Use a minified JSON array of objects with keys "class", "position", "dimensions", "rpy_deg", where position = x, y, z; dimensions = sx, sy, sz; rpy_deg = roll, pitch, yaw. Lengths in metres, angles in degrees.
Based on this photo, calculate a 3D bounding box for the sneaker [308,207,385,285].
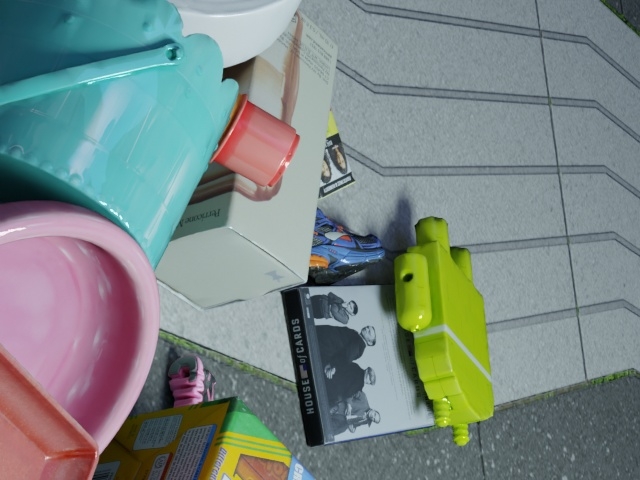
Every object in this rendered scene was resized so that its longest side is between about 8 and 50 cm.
[{"class":"sneaker","position":[0.000,0.000,1.780],"dimensions":[0.221,0.083,0.087],"rpy_deg":[2,68,-58]}]

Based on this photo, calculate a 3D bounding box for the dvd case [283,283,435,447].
[{"class":"dvd case","position":[0.049,0.141,1.839],"dimensions":[0.238,0.029,0.179],"rpy_deg":[1,77,-56]}]

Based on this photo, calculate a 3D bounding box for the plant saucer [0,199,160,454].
[{"class":"plant saucer","position":[-0.277,0.103,1.206],"dimensions":[0.332,0.084,0.332],"rpy_deg":[-32,143,-28]}]

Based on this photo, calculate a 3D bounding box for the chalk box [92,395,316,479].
[{"class":"chalk box","position":[-0.086,0.306,1.447],"dimensions":[0.289,0.179,0.180],"rpy_deg":[49,42,-33]}]

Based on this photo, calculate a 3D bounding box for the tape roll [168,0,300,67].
[{"class":"tape roll","position":[-0.140,-0.309,1.548],"dimensions":[0.286,0.100,0.286],"rpy_deg":[9,61,-16]}]

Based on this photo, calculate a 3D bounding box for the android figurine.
[{"class":"android figurine","position":[0.158,0.115,1.939],"dimensions":[0.248,0.056,0.273],"rpy_deg":[46,36,-53]}]

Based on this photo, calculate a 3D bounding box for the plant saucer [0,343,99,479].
[{"class":"plant saucer","position":[-0.265,0.211,1.118],"dimensions":[0.259,0.047,0.258],"rpy_deg":[63,39,-56]}]

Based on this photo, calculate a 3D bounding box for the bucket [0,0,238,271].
[{"class":"bucket","position":[-0.224,-0.084,1.324],"dimensions":[0.281,0.281,0.183],"rpy_deg":[45,52,-37]}]

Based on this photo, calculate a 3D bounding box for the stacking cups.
[{"class":"stacking cups","position":[-0.168,-0.147,1.449],"dimensions":[0.316,0.096,0.096],"rpy_deg":[29,48,-9]}]

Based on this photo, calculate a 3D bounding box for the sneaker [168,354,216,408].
[{"class":"sneaker","position":[-0.125,0.176,1.568],"dimensions":[0.057,0.047,0.119],"rpy_deg":[45,44,-53]}]

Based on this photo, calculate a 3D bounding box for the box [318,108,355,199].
[{"class":"box","position":[-0.036,-0.160,1.803],"dimensions":[0.087,0.058,0.232],"rpy_deg":[-27,99,-55]}]

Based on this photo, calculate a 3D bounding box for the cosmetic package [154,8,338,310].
[{"class":"cosmetic package","position":[-0.088,-0.095,1.624],"dimensions":[0.129,0.153,0.296],"rpy_deg":[36,48,-41]}]
